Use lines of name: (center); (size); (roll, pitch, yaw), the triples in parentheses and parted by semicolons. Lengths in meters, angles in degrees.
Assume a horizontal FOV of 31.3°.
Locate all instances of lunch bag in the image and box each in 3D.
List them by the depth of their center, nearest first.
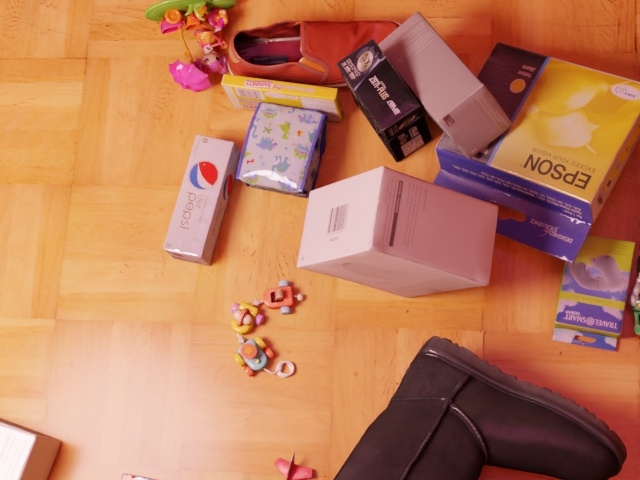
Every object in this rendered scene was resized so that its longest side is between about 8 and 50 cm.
lunch bag: (-0.064, -0.159, 1.986); (0.128, 0.096, 0.151); (11, 86, 12)

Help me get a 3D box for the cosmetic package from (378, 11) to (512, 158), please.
cosmetic package: (0.205, -0.260, 1.907); (0.107, 0.127, 0.238); (-41, 49, 7)

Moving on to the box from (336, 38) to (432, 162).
box: (0.110, -0.233, 1.933); (0.077, 0.180, 0.147); (-34, 72, 2)

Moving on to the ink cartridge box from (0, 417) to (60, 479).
ink cartridge box: (-0.608, 0.381, 1.915); (0.272, 0.114, 0.197); (16, 78, 14)

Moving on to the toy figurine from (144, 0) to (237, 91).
toy figurine: (-0.220, -0.350, 2.075); (0.173, 0.130, 0.159); (-11, 86, -19)

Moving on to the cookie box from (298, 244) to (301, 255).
cookie box: (0.000, 0.000, 1.925); (0.040, 0.107, 0.092); (10, 76, 13)

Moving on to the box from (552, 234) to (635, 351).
box: (0.445, 0.083, 1.865); (0.109, 0.042, 0.178); (10, 76, 12)

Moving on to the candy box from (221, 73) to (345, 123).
candy box: (-0.064, -0.249, 2.006); (0.205, 0.105, 0.027); (9, 76, 11)

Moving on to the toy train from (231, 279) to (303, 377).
toy train: (-0.093, 0.148, 1.932); (0.125, 0.046, 0.166); (-3, 74, 9)

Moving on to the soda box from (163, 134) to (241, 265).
soda box: (-0.205, -0.070, 1.999); (0.074, 0.069, 0.216); (12, 78, 12)

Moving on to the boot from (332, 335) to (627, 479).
boot: (0.198, 0.396, 1.673); (0.367, 0.146, 0.445); (25, 53, 18)

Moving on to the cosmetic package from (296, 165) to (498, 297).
cosmetic package: (0.120, -0.007, 1.802); (0.224, 0.224, 0.138); (18, 74, -27)

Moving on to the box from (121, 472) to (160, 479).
box: (-0.297, 0.461, 1.888); (0.094, 0.027, 0.137); (10, 76, 10)

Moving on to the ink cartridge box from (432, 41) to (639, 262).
ink cartridge box: (0.351, -0.156, 1.889); (0.303, 0.072, 0.307); (24, 77, 33)

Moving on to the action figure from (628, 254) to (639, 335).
action figure: (0.561, 0.049, 1.849); (0.137, 0.063, 0.232); (23, 83, 11)

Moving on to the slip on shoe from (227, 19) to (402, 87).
slip on shoe: (-0.007, -0.339, 2.025); (0.331, 0.101, 0.123); (-3, 73, 7)

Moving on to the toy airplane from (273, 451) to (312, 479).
toy airplane: (-0.065, 0.418, 1.861); (0.151, 0.028, 0.151); (-6, 71, 17)
